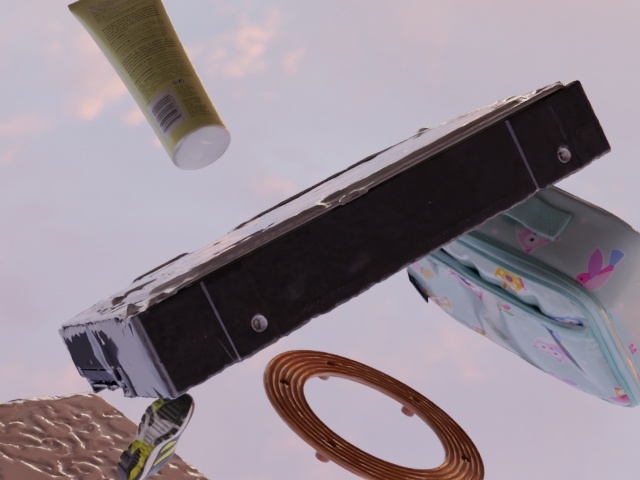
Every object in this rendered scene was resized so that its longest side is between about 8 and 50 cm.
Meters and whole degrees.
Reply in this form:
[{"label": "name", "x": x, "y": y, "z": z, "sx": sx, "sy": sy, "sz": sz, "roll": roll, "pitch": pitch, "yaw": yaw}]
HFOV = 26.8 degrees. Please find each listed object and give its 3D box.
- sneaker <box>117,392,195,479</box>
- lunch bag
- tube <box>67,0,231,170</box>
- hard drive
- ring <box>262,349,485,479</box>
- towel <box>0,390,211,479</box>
[{"label": "sneaker", "x": -0.118, "y": 0.143, "z": 0.989, "sx": 0.031, "sy": 0.083, "sz": 0.035, "roll": 44, "pitch": -164, "yaw": 19}, {"label": "lunch bag", "x": 0.171, "y": 0.020, "z": 1.171, "sx": 0.279, "sy": 0.108, "sz": 0.224, "roll": 28, "pitch": 166, "yaw": 40}, {"label": "tube", "x": -0.162, "y": -0.172, "z": 1.307, "sx": 0.070, "sy": 0.062, "sz": 0.240, "roll": -3, "pitch": -131, "yaw": -40}, {"label": "hard drive", "x": 0.000, "y": 0.000, "z": 0.913, "sx": 0.339, "sy": 0.064, "sz": 0.237, "roll": -29, "pitch": -175, "yaw": -20}, {"label": "ring", "x": 0.071, "y": 0.256, "z": 1.847, "sx": 0.337, "sy": 0.032, "sz": 0.336, "roll": 24, "pitch": -161, "yaw": -9}, {"label": "towel", "x": -0.267, "y": 0.265, "z": 1.428, "sx": 0.317, "sy": 0.053, "sz": 0.332, "roll": 31, "pitch": -164, "yaw": 30}]
